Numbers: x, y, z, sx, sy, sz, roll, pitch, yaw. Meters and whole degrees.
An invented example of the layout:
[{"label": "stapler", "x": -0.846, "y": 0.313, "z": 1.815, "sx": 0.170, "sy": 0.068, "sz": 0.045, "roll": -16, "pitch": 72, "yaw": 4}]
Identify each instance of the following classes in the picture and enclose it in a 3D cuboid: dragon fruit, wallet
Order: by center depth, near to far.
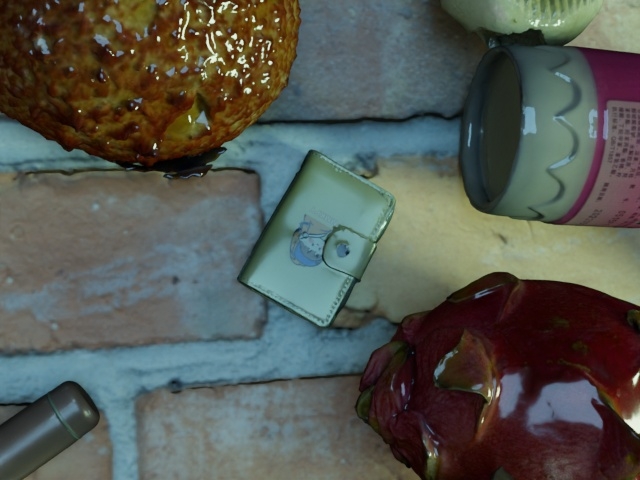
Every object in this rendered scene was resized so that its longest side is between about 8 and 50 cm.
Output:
[{"label": "dragon fruit", "x": 0.201, "y": 0.144, "z": 0.723, "sx": 0.315, "sy": 0.250, "sz": 0.250, "roll": 27, "pitch": 79, "yaw": 6}, {"label": "wallet", "x": 0.000, "y": 0.000, "z": 0.808, "sx": 0.110, "sy": 0.039, "sz": 0.155, "roll": 29, "pitch": 78, "yaw": -1}]

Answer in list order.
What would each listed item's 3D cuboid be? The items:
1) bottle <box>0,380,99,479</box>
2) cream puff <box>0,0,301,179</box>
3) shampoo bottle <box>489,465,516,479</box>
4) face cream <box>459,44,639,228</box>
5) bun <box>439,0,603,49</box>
[{"label": "bottle", "x": -0.272, "y": 0.186, "z": 0.730, "sx": 0.140, "sy": 0.053, "sz": 0.053, "roll": -35, "pitch": 89, "yaw": -11}, {"label": "cream puff", "x": -0.169, "y": -0.237, "z": 0.719, "sx": 0.350, "sy": 0.228, "sz": 0.351, "roll": 2, "pitch": 80, "yaw": -11}, {"label": "shampoo bottle", "x": 0.093, "y": 0.280, "z": 0.678, "sx": 0.153, "sy": 0.284, "sz": 0.071, "roll": 37, "pitch": 38, "yaw": -3}, {"label": "face cream", "x": 0.256, "y": -0.102, "z": 0.795, "sx": 0.194, "sy": 0.175, "sz": 0.175, "roll": 2, "pitch": 82, "yaw": -10}, {"label": "bun", "x": 0.199, "y": -0.271, "z": 0.829, "sx": 0.178, "sy": 0.128, "sz": 0.193, "roll": 20, "pitch": 67, "yaw": -17}]
